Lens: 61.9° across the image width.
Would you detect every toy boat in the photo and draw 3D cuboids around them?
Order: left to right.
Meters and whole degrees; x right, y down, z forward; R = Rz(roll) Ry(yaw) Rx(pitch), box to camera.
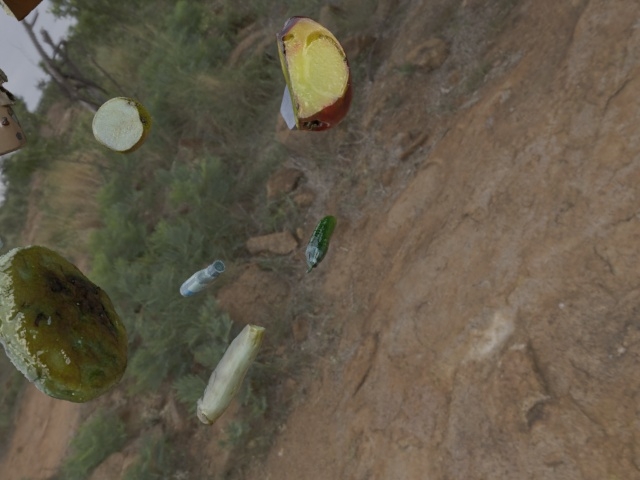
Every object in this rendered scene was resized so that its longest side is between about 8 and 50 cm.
[{"bbox_3d":[-0.044,-0.455,1.612,0.127,0.078,0.283,64,150,24],"label":"toy boat"}]

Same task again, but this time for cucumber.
[{"bbox_3d":[0.000,0.000,1.413,0.056,0.056,0.250,-43,16,36],"label":"cucumber"}]

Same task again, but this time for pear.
[{"bbox_3d":[-0.483,-0.282,1.324,0.141,0.141,0.104,-62,-2,8],"label":"pear"}]

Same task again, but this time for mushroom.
[{"bbox_3d":[-0.244,0.357,1.452,0.333,0.087,0.107,-62,25,14],"label":"mushroom"}]

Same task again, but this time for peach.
[{"bbox_3d":[-0.012,-0.377,1.231,0.154,0.159,0.267,106,150,-72],"label":"peach"}]

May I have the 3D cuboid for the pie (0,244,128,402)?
[{"bbox_3d":[-0.465,0.144,0.981,0.071,0.323,0.323,-35,36,11],"label":"pie"}]

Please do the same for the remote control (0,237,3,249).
[{"bbox_3d":[-0.689,0.046,0.946,0.087,0.047,0.244,9,34,31],"label":"remote control"}]

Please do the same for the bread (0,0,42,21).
[{"bbox_3d":[-0.556,-0.546,1.058,0.226,0.049,0.088,-56,-18,-17],"label":"bread"}]

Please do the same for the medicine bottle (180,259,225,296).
[{"bbox_3d":[-0.373,0.123,1.714,0.209,0.090,0.053,-35,76,43],"label":"medicine bottle"}]

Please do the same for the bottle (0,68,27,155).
[{"bbox_3d":[-0.504,-0.200,0.783,0.099,0.099,0.152,-138,33,-60],"label":"bottle"}]
